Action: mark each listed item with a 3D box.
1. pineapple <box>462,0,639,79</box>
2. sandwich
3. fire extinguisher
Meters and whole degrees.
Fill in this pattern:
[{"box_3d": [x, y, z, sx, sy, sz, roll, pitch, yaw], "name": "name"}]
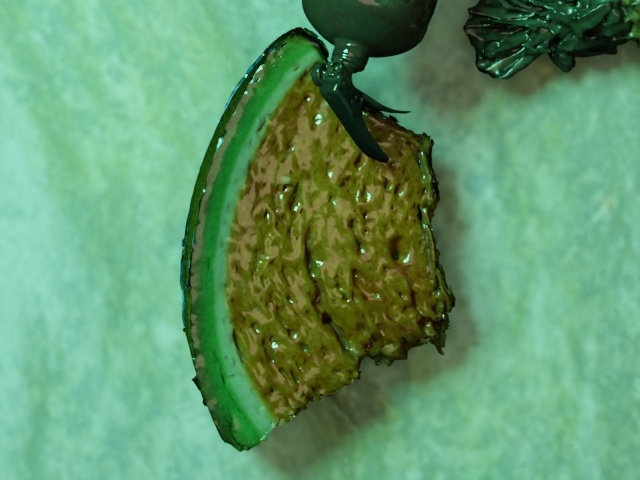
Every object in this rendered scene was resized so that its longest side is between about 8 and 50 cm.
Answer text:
[{"box_3d": [0.162, -0.131, 0.837, 0.159, 0.074, 0.074, -9, 95, 12], "name": "pineapple"}, {"box_3d": [-0.010, -0.006, 0.860, 0.159, 0.079, 0.235, -9, 99, -5], "name": "sandwich"}, {"box_3d": [0.050, -0.181, 0.804, 0.072, 0.089, 0.267, 8, 76, 42], "name": "fire extinguisher"}]
